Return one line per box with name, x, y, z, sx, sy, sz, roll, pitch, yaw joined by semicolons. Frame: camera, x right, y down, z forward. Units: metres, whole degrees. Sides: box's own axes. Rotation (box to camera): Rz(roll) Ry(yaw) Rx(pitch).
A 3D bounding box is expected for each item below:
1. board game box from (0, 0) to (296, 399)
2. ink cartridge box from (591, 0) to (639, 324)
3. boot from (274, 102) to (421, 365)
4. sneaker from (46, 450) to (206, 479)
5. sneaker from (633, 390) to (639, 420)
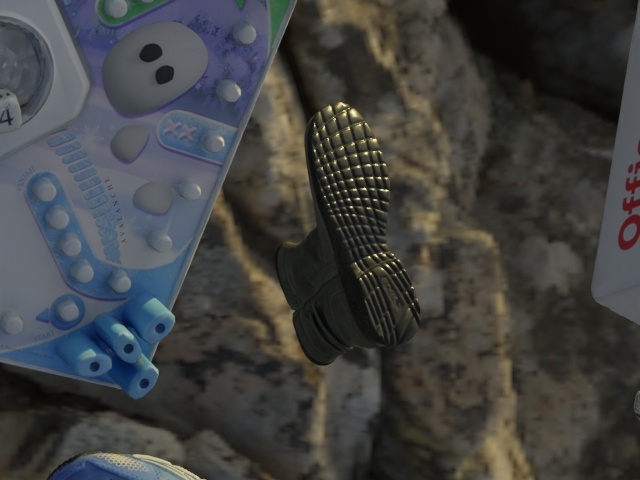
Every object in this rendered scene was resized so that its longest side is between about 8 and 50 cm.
board game box;-0.211;-0.107;1.141;0.389;0.050;0.390;17;102;-32
ink cartridge box;0.294;-0.052;0.810;0.197;0.270;0.198;26;63;-26
boot;0.000;0.000;1.720;0.083;0.161;0.247;-14;90;-36
sneaker;-0.065;0.250;1.005;0.129;0.147;0.330;-41;65;5
sneaker;0.409;0.227;1.994;0.258;0.094;0.091;31;68;-63
